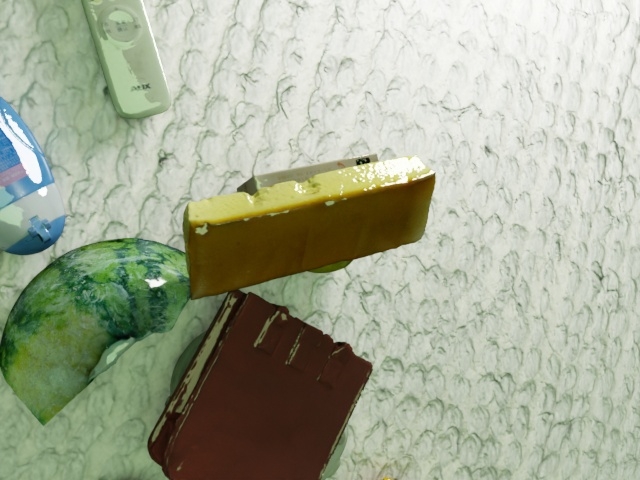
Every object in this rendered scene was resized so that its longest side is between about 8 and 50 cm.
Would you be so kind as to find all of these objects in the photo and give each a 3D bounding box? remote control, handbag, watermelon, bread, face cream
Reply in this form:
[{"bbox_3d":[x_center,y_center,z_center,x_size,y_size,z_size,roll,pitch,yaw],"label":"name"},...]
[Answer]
[{"bbox_3d":[-0.303,-0.334,0.877,0.090,0.038,0.309,-17,97,-19],"label":"remote control"},{"bbox_3d":[-0.077,0.240,0.857,0.260,0.084,0.275,32,75,-25],"label":"handbag"},{"bbox_3d":[-0.302,0.103,0.845,0.305,0.224,0.180,-42,149,-16],"label":"watermelon"},{"bbox_3d":[-0.016,-0.023,0.834,0.362,0.077,0.138,-14,138,-19],"label":"bread"},{"bbox_3d":[-0.451,-0.099,0.804,0.149,0.083,0.263,-39,104,-30],"label":"face cream"}]

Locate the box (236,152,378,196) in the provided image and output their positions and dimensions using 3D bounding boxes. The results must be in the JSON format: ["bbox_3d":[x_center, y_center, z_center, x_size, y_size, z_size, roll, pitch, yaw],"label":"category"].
[{"bbox_3d":[-0.020,-0.084,0.934,0.201,0.141,0.058,-12,91,-20],"label":"box"}]

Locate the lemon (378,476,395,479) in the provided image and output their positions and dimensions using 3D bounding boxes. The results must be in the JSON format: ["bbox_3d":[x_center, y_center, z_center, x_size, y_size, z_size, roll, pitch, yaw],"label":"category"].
[{"bbox_3d":[0.129,0.509,0.990,0.170,0.170,0.207,-8,95,-20],"label":"lemon"}]

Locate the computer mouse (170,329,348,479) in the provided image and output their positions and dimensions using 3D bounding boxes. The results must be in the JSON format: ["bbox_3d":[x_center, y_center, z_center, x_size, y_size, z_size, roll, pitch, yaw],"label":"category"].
[{"bbox_3d":[-0.094,0.273,0.944,0.197,0.095,0.331,-46,111,-16],"label":"computer mouse"}]

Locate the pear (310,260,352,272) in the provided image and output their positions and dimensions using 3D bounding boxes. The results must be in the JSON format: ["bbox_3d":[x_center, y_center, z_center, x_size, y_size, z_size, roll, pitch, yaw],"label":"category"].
[{"bbox_3d":[0.000,0.000,0.965,0.132,0.107,0.107,4,90,-30],"label":"pear"}]
